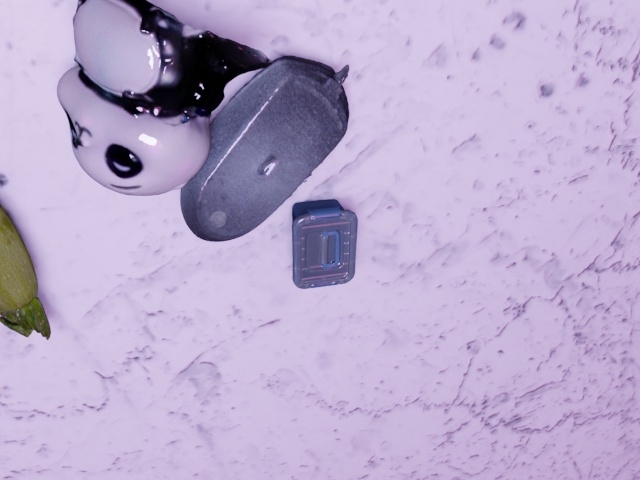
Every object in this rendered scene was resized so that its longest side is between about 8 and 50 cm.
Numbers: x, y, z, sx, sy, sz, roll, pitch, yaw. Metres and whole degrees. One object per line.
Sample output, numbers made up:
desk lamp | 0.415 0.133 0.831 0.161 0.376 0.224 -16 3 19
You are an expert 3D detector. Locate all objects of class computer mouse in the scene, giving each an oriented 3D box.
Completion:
computer mouse | -0.059 -0.099 0.683 0.229 0.068 0.113 -48 129 4

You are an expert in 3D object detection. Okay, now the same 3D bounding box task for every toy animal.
toy animal | -0.149 -0.121 0.589 0.138 0.166 0.179 -8 131 -56

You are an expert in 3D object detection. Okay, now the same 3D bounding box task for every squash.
squash | -0.355 -0.025 0.630 0.094 0.094 0.341 -30 122 3

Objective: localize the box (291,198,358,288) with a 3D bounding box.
box | 0.000 0.000 0.767 0.074 0.054 0.099 -5 122 -11
